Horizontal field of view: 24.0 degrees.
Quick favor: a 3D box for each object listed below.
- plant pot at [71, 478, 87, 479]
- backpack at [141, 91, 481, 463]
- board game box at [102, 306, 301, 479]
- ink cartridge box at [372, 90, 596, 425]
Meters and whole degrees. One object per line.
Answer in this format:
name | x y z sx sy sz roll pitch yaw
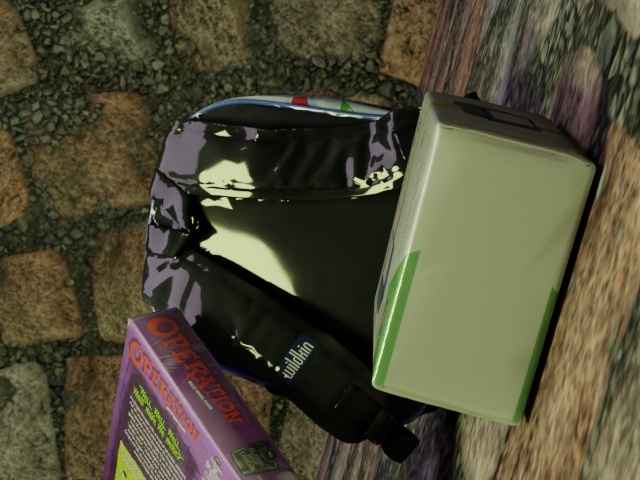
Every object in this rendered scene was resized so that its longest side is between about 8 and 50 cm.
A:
plant pot | -0.161 0.356 1.382 0.275 0.243 0.275 21 -90 -76
backpack | 0.000 0.000 1.189 0.213 0.263 0.276 2 -77 -74
board game box | -0.055 0.235 1.070 0.347 0.056 0.208 51 145 36
ink cartridge box | 0.090 0.001 0.908 0.212 0.093 0.154 -70 -6 -78
